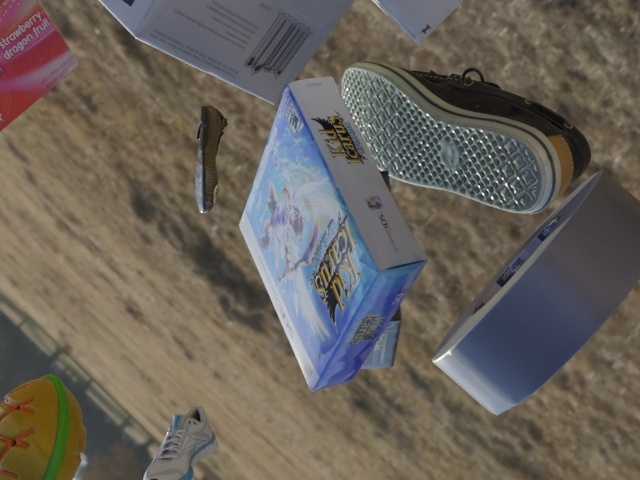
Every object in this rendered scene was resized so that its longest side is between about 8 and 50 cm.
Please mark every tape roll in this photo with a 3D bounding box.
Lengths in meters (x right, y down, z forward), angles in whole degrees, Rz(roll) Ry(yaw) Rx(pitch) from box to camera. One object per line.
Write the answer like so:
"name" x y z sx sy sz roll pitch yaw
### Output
"tape roll" 0.193 0.044 0.847 0.072 0.219 0.219 41 163 4

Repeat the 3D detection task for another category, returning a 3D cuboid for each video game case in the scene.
"video game case" 0.000 0.000 1.099 0.244 0.061 0.269 64 152 26

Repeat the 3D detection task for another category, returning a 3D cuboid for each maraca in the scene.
"maraca" -0.296 0.227 1.018 0.099 0.185 0.127 21 137 -33

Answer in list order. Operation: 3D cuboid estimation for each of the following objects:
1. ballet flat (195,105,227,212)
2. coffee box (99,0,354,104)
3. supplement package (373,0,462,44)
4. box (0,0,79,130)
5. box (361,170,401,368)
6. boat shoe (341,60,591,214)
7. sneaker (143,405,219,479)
"ballet flat" -0.204 -0.156 1.872 0.058 0.250 0.084 8 141 -16
"coffee box" -0.150 -0.458 1.420 0.334 0.338 0.337 45 -166 28
"supplement package" 0.049 -0.332 0.966 0.139 0.134 0.244 29 -160 -52
"box" -0.414 -0.149 0.977 0.142 0.300 0.154 12 140 45
"box" 0.075 0.044 1.410 0.183 0.059 0.232 91 176 -64
"boat shoe" 0.216 -0.178 1.595 0.500 0.156 0.187 28 129 45
"sneaker" -0.217 0.308 1.485 0.190 0.071 0.083 -47 -51 -69
